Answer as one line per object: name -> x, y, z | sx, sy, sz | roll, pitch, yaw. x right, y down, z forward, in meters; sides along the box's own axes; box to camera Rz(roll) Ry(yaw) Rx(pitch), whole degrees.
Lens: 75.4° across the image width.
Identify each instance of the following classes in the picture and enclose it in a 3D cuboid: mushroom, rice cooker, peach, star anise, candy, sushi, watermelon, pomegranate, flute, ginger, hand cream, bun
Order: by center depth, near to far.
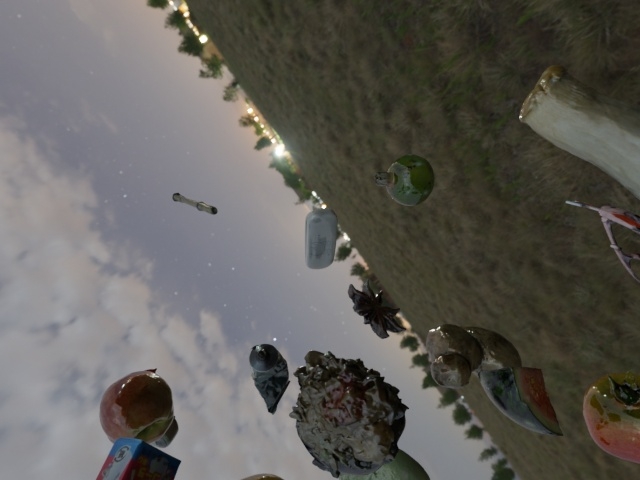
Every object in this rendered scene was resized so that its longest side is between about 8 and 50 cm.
mushroom -> 0.445, -0.125, 0.603 | 0.351, 0.123, 0.095 | 51, -179, 21
hand cream -> -0.091, 0.266, 0.797 | 0.052, 0.075, 0.247 | 44, 156, 32
sushi -> 0.052, 0.338, 0.808 | 0.218, 0.239, 0.224 | 77, -164, -63
star anise -> 0.107, 0.137, 0.819 | 0.141, 0.042, 0.141 | 31, -150, -21
watermelon -> 0.431, 0.351, 0.895 | 0.193, 0.137, 0.145 | 69, -167, -66
candy -> -0.462, 0.640, 0.954 | 0.157, 0.100, 0.305 | 58, -145, -38
pomegranate -> 0.780, 0.428, 1.026 | 0.256, 0.221, 0.221 | 63, 178, -30
flute -> -0.330, -0.096, 1.081 | 0.233, 0.027, 0.027 | 18, 154, 46
ginger -> 0.429, 0.339, 1.227 | 0.305, 0.155, 0.244 | 2, -152, -26
bun -> 0.170, 0.738, 1.231 | 0.293, 0.293, 0.187 | 54, -136, -13
peach -> -0.602, 0.533, 1.349 | 0.257, 0.232, 0.232 | 37, 171, 38
pomegranate -> 0.287, -0.209, 1.437 | 0.180, 0.210, 0.179 | 177, 90, -69
rice cooker -> -0.669, 0.744, 1.668 | 0.207, 0.127, 0.145 | 22, 129, 25

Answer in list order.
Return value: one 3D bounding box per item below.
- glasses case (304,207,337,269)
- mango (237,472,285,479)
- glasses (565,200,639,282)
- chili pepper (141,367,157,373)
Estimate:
glasses case -> 0.000, 0.000, 1.213 | 0.233, 0.092, 0.059 | 95, 162, -46
mango -> -0.255, 0.868, 1.208 | 0.446, 0.300, 0.231 | -13, -84, -47
glasses -> 0.526, 0.010, 0.685 | 0.256, 0.095, 0.162 | 24, -155, -9
chili pepper -> -0.707, 0.542, 1.565 | 0.050, 0.191, 0.059 | 29, 144, 59
